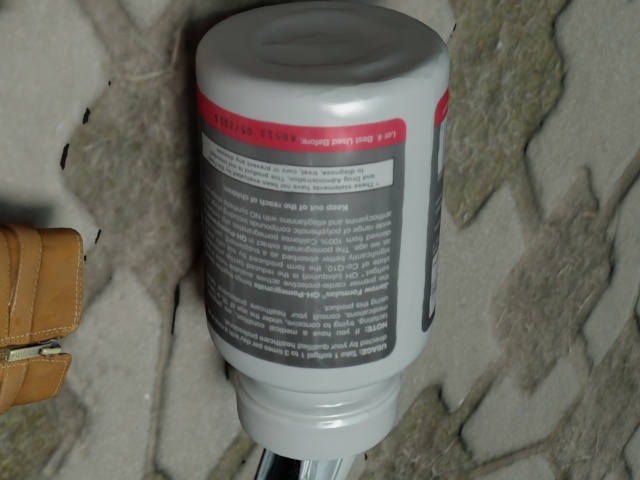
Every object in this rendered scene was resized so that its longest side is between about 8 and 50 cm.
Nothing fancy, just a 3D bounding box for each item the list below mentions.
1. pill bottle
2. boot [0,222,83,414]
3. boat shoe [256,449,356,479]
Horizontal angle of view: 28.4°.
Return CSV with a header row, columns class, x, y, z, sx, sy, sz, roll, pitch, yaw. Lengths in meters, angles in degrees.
class,x,y,z,sx,sy,sz,roll,pitch,yaw
pill bottle,0.000,0.000,0.937,0.176,0.176,0.319,-22,127,-34
boot,-0.235,0.011,0.765,0.220,0.109,0.284,-7,121,-39
boat shoe,-0.039,0.242,1.127,0.081,0.079,0.228,16,96,-40
